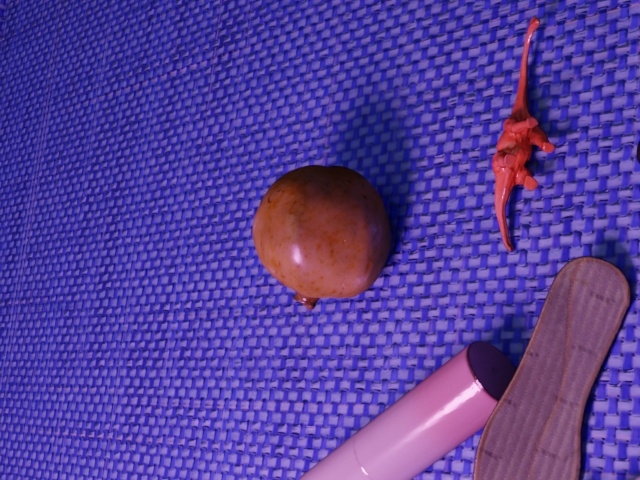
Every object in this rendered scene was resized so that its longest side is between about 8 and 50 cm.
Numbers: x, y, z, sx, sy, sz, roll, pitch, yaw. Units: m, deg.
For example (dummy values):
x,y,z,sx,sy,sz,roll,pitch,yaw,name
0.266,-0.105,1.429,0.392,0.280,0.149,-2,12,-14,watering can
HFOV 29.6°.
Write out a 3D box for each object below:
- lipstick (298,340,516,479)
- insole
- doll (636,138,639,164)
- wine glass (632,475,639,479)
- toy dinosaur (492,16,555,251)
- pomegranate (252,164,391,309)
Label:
x,y,z,sx,sy,sz,roll,pitch,yaw,name
0.100,0.243,1.463,0.327,0.087,0.087,-43,48,33,lipstick
0.248,0.184,1.319,0.119,0.009,0.349,21,92,19,insole
0.437,-0.005,0.982,0.378,0.252,0.382,42,139,31,doll
0.305,0.271,1.220,0.155,0.072,0.072,-29,57,42,wine glass
0.240,-0.128,1.439,0.101,0.055,0.280,-150,75,-74,toy dinosaur
0.000,0.000,1.593,0.196,0.196,0.196,-20,63,46,pomegranate
